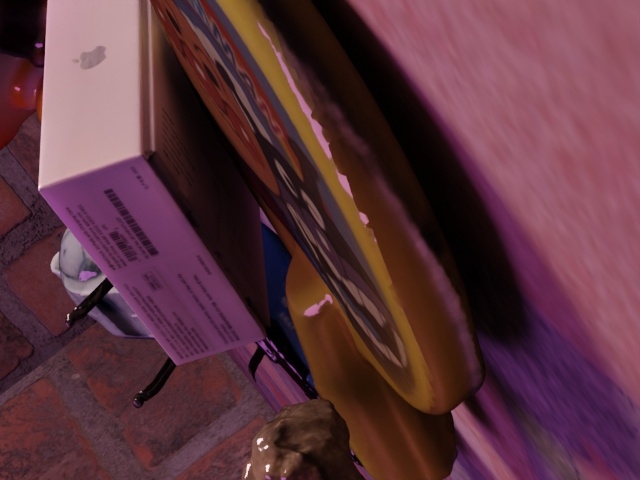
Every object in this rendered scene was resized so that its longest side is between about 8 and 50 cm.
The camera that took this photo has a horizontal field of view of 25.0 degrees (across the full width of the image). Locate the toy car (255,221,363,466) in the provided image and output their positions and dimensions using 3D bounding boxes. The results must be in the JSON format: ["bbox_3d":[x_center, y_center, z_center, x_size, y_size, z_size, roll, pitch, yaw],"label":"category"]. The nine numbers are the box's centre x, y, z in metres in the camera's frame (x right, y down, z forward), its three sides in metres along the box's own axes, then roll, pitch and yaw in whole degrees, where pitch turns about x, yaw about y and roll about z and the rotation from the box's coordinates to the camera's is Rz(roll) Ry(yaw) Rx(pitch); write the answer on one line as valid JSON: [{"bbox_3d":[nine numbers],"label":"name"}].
[{"bbox_3d":[-0.005,0.056,0.821,0.216,0.063,0.103,47,174,-6],"label":"toy car"}]

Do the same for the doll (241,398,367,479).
[{"bbox_3d":[0.090,0.187,0.586,0.286,0.091,0.202,21,130,25],"label":"doll"}]

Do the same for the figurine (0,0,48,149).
[{"bbox_3d":[-0.265,-0.155,0.902,0.320,0.196,0.323,46,163,-1],"label":"figurine"}]

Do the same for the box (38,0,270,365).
[{"bbox_3d":[-0.071,-0.036,0.639,0.130,0.051,0.129,61,-164,-47],"label":"box"}]

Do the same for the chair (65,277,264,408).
[{"bbox_3d":[-0.117,0.035,1.338,0.174,0.149,0.213,53,-145,-24],"label":"chair"}]

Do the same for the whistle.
[{"bbox_3d":[-0.186,0.022,1.585,0.290,0.163,0.163,-2,136,34],"label":"whistle"}]

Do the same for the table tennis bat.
[{"bbox_3d":[0.000,0.000,0.567,0.224,0.054,0.368,52,171,35],"label":"table tennis bat"}]
